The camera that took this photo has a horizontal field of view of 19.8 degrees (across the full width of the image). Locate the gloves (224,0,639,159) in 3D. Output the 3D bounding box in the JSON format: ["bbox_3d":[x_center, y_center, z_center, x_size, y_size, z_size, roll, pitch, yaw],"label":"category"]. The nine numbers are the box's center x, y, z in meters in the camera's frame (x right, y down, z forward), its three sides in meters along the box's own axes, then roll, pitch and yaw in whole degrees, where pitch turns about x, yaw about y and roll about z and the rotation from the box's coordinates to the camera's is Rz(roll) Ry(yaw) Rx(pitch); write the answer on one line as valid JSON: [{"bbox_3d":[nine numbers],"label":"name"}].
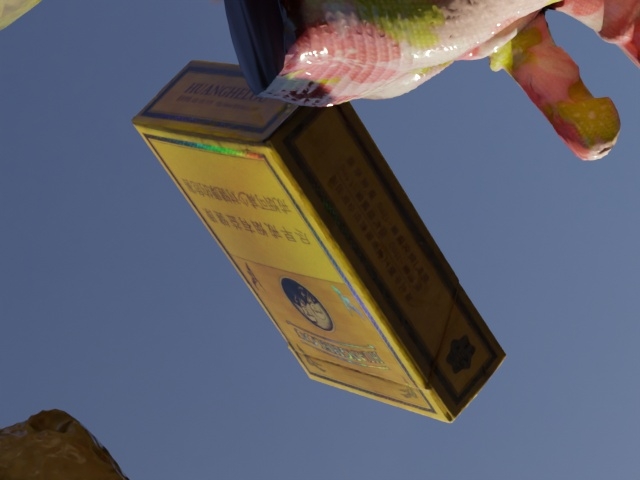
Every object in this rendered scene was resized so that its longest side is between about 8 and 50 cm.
[{"bbox_3d":[0.091,-0.110,0.727,0.145,0.241,0.126,96,156,-53],"label":"gloves"}]

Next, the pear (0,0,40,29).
[{"bbox_3d":[-0.108,-0.210,0.479,0.253,0.253,0.307,-8,-56,-55],"label":"pear"}]

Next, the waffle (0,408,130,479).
[{"bbox_3d":[-0.032,0.250,0.923,0.304,0.077,0.348,44,168,35],"label":"waffle"}]

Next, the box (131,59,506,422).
[{"bbox_3d":[0.000,0.000,1.466,0.084,0.193,0.301,-46,-59,-21],"label":"box"}]
